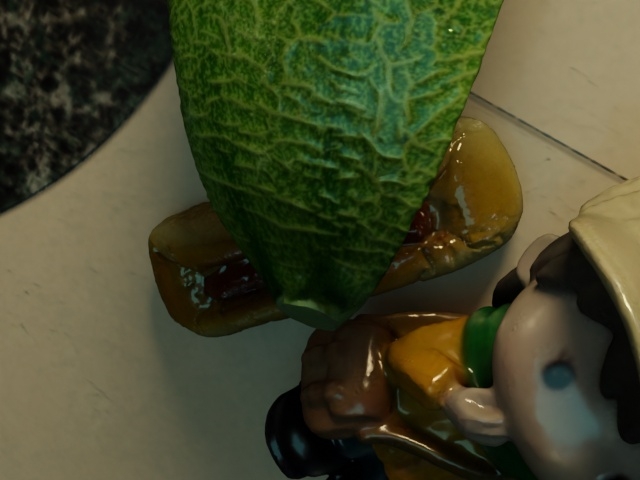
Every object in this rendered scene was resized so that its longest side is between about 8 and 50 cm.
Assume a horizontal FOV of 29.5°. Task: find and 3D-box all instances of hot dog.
[{"bbox_3d":[0.000,0.000,0.727,0.242,0.073,0.084,-16,107,22],"label":"hot dog"}]

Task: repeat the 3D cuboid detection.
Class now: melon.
[{"bbox_3d":[0.014,-0.113,0.617,0.196,0.124,0.324,9,89,23],"label":"melon"}]

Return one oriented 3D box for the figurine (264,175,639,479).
[{"bbox_3d":[0.131,0.075,0.679,0.332,0.204,0.185,-21,103,52],"label":"figurine"}]
